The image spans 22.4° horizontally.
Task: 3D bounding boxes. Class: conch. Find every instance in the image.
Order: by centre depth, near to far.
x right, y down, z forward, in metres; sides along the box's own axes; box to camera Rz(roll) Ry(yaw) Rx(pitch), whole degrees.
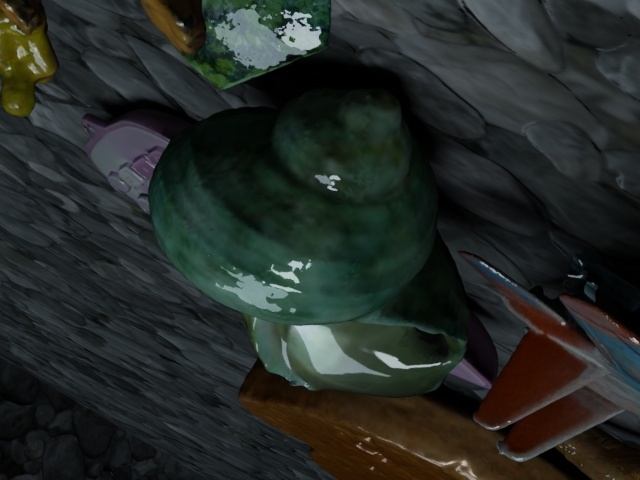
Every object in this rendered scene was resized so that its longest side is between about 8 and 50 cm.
[{"bbox_3d":[0.001,-0.001,0.789,0.176,0.122,0.188,32,168,7],"label":"conch"}]

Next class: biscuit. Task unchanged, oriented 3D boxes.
[{"bbox_3d":[0.137,0.225,1.419,0.350,0.078,0.455,21,164,37],"label":"biscuit"}]

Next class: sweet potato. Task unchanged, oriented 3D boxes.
[{"bbox_3d":[0.212,0.149,1.078,0.214,0.050,0.050,22,165,33],"label":"sweet potato"}]

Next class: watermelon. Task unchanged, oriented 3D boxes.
[{"bbox_3d":[-0.024,-0.111,0.614,0.084,0.072,0.092,42,124,-10],"label":"watermelon"}]

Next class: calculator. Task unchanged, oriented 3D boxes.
[{"bbox_3d":[-0.026,0.001,1.025,0.294,0.043,0.194,35,165,-14],"label":"calculator"}]

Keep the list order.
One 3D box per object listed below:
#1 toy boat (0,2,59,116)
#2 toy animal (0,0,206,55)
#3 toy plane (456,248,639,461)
[{"bbox_3d":[-0.231,-0.177,0.667,0.318,0.099,0.141,33,167,-7],"label":"toy boat"},{"bbox_3d":[-0.072,-0.143,0.534,0.114,0.116,0.255,52,164,-26],"label":"toy animal"},{"bbox_3d":[0.217,0.091,0.747,0.326,0.104,0.223,19,164,28],"label":"toy plane"}]
